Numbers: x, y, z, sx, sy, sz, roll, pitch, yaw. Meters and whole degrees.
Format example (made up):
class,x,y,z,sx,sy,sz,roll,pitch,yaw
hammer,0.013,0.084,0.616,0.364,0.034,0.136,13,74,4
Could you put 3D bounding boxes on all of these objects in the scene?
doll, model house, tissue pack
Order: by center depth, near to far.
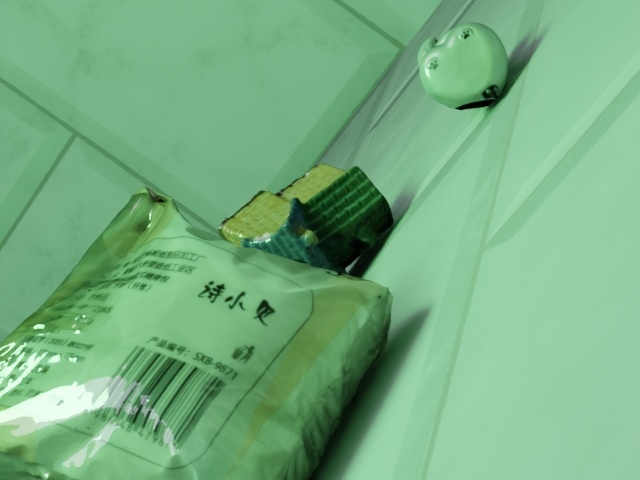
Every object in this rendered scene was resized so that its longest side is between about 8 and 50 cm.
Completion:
class,x,y,z,sx,sy,sz,roll,pitch,yaw
tissue pack,-0.153,0.131,1.558,0.390,0.375,0.195,-53,-33,-29
doll,0.179,-0.219,2.005,0.110,0.107,0.181,-43,8,7
model house,0.000,0.000,2.068,0.183,0.166,0.172,-41,18,-13

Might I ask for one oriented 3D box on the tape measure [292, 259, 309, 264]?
class,x,y,z,sx,sy,sz,roll,pitch,yaw
tape measure,-0.065,0.123,1.933,0.202,0.135,0.223,-46,5,-23
